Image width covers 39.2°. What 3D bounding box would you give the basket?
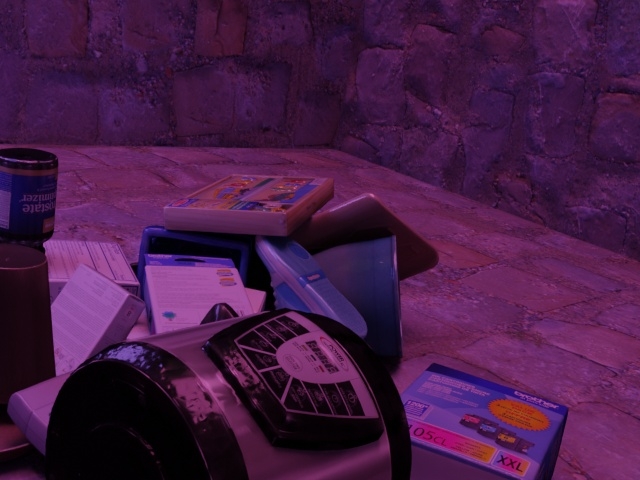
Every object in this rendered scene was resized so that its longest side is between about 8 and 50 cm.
[{"bbox_3d":[-0.524,0.131,1.479,0.204,0.227,0.154,12,16,2],"label":"basket"}]

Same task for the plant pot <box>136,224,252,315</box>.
[{"bbox_3d":[-0.270,0.083,1.990,0.235,0.236,0.212,9,10,1],"label":"plant pot"}]

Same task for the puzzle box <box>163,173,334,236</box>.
[{"bbox_3d":[-0.147,-0.087,2.014,0.271,0.052,0.409,3,15,14],"label":"puzzle box"}]

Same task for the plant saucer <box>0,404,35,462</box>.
[{"bbox_3d":[-0.563,0.280,1.437,0.310,0.050,0.310,9,15,-2],"label":"plant saucer"}]

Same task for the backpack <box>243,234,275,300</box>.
[{"bbox_3d":[-0.175,0.026,2.216,0.263,0.277,0.213,-10,20,-37],"label":"backpack"}]

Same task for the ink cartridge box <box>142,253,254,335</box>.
[{"bbox_3d":[-0.228,0.120,1.664,0.185,0.065,0.311,2,27,-18],"label":"ink cartridge box"}]

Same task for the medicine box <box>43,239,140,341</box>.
[{"bbox_3d":[-0.545,0.106,1.873,0.289,0.149,0.263,4,17,-23],"label":"medicine box"}]

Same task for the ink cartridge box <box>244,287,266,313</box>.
[{"bbox_3d":[-0.226,0.167,1.822,0.212,0.154,0.093,12,32,5],"label":"ink cartridge box"}]

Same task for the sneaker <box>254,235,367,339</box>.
[{"bbox_3d":[-0.071,0.144,1.856,0.319,0.208,0.127,50,27,22],"label":"sneaker"}]

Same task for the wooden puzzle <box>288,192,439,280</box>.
[{"bbox_3d":[0.069,0.015,2.123,0.322,0.081,0.348,-24,-36,22],"label":"wooden puzzle"}]

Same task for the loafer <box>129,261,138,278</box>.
[{"bbox_3d":[-0.403,0.075,2.242,0.170,0.062,0.061,7,11,-16],"label":"loafer"}]

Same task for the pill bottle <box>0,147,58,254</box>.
[{"bbox_3d":[-0.585,-0.065,1.767,0.122,0.219,0.123,8,16,-2],"label":"pill bottle"}]

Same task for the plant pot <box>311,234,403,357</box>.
[{"bbox_3d":[0.050,0.129,1.997,0.255,0.272,0.272,-3,15,5],"label":"plant pot"}]

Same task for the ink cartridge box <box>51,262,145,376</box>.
[{"bbox_3d":[-0.449,0.172,1.659,0.189,0.232,0.066,24,-9,44],"label":"ink cartridge box"}]

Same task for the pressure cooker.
[{"bbox_3d":[-0.094,0.274,1.169,0.375,0.370,0.420,2,5,42],"label":"pressure cooker"}]

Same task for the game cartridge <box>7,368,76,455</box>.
[{"bbox_3d":[-0.329,0.303,1.392,0.294,0.060,0.196,29,23,19],"label":"game cartridge"}]

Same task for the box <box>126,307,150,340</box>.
[{"bbox_3d":[-0.307,0.216,1.671,0.090,0.130,0.170,11,17,-2],"label":"box"}]

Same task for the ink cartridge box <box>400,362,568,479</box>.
[{"bbox_3d":[0.259,0.349,1.535,0.269,0.151,0.395,16,15,21],"label":"ink cartridge box"}]
